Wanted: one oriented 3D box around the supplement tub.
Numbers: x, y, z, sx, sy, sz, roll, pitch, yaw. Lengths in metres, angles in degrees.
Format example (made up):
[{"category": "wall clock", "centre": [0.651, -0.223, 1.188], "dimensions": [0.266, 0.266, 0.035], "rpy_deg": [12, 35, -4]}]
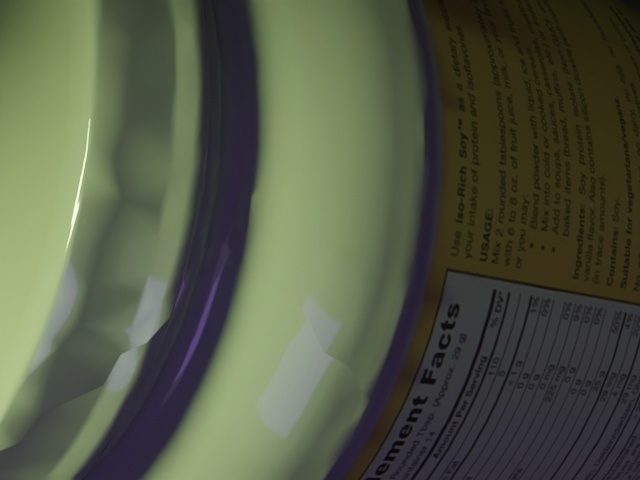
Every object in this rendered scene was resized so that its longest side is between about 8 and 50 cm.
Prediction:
[{"category": "supplement tub", "centre": [0.000, 0.000, 0.511], "dimensions": [0.331, 0.241, 0.241], "rpy_deg": [11, 125, -42]}]
